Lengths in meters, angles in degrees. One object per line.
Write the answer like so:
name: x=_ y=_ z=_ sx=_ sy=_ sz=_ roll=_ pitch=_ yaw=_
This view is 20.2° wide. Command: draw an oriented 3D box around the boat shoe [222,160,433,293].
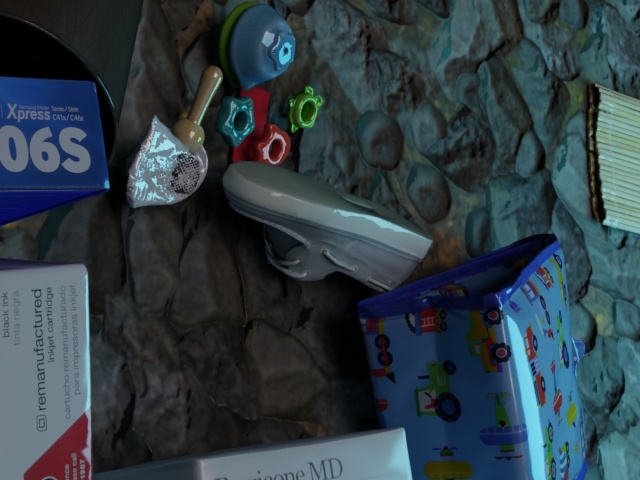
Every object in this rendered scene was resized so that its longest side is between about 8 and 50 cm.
boat shoe: x=0.000 y=0.000 z=1.465 sx=0.227 sy=0.079 sz=0.081 roll=19 pitch=104 yaw=-45

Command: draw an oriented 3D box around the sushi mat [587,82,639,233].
sushi mat: x=0.388 y=-0.067 z=1.923 sx=0.316 sy=0.019 sz=0.151 roll=11 pitch=73 yaw=-44

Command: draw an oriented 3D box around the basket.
basket: x=-0.194 y=-0.181 z=1.260 sx=0.204 sy=0.154 sz=0.227 roll=94 pitch=6 yaw=-58

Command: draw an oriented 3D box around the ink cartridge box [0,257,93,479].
ink cartridge box: x=-0.276 y=0.117 z=1.099 sx=0.272 sy=0.114 sz=0.197 roll=-5 pitch=95 yaw=-49

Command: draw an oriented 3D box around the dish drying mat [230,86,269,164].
dish drying mat: x=-0.059 y=-0.090 z=1.481 sx=0.032 sy=0.008 sz=0.083 roll=23 pitch=64 yaw=-39

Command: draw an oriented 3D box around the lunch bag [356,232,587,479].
lunch bag: x=0.172 y=0.124 z=1.569 sx=0.293 sy=0.138 sz=0.221 roll=-22 pitch=105 yaw=-58

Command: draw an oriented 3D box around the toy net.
toy net: x=-0.087 y=-0.089 z=1.427 sx=0.232 sy=0.045 sz=0.122 roll=-45 pitch=136 yaw=-35

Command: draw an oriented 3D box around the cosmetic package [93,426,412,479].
cosmetic package: x=-0.030 y=0.338 z=1.298 sx=0.217 sy=0.156 sz=0.385 roll=-6 pitch=85 yaw=-44

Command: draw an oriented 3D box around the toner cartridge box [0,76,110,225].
toner cartridge box: x=-0.311 y=-0.048 z=1.052 sx=0.347 sy=0.165 sz=0.075 roll=-2 pitch=79 yaw=-46
